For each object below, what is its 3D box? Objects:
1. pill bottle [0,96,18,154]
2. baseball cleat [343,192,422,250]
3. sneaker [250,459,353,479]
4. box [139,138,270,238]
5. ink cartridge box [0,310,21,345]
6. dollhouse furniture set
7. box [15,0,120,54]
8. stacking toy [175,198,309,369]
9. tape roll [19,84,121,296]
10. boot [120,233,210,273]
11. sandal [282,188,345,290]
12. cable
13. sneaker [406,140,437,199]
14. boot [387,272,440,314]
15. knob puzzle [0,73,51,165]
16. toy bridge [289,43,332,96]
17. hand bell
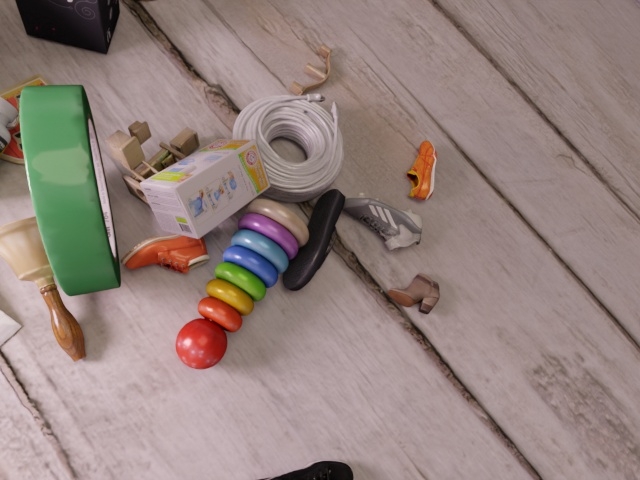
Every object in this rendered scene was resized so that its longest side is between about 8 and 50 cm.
[{"bbox_3d":[-0.616,-0.171,0.757,0.103,0.103,0.184,25,72,-8],"label":"pill bottle"},{"bbox_3d":[0.141,-0.037,0.996,0.205,0.072,0.110,12,72,-10],"label":"baseball cleat"},{"bbox_3d":[-0.028,0.423,0.717,0.216,0.121,0.079,-4,71,-21],"label":"sneaker"},{"bbox_3d":[-0.209,-0.105,0.824,0.203,0.114,0.103,-43,130,-37],"label":"box"},{"bbox_3d":[-0.609,0.134,0.694,0.179,0.045,0.145,47,60,-17],"label":"ink cartridge box"},{"bbox_3d":[-0.287,-0.173,0.841,0.101,0.161,0.182,30,62,12],"label":"dollhouse furniture set"},{"bbox_3d":[-0.510,-0.537,0.864,0.165,0.270,0.144,9,66,-15],"label":"box"},{"bbox_3d":[-0.155,0.087,0.822,0.141,0.141,0.330,31,69,-4],"label":"stacking toy"},{"bbox_3d":[-0.383,-0.076,0.688,0.077,0.321,0.322,-10,72,-22],"label":"tape roll"},{"bbox_3d":[-0.290,0.032,0.827,0.157,0.059,0.085,-22,82,-27],"label":"boot"},{"bbox_3d":[0.001,-0.001,0.925,0.054,0.097,0.255,42,59,-29],"label":"sandal"},{"bbox_3d":[-0.072,-0.212,0.985,0.257,0.089,0.257,-1,69,-18],"label":"cable"},{"bbox_3d":[0.255,-0.186,1.103,0.067,0.064,0.175,12,62,-3],"label":"sneaker"},{"bbox_3d":[0.214,0.110,0.981,0.118,0.042,0.087,30,56,-7],"label":"boot"},{"bbox_3d":[-0.568,-0.228,0.853,0.213,0.030,0.213,7,66,-17],"label":"knob puzzle"},{"bbox_3d":[-0.013,-0.434,1.132,0.063,0.026,0.188,31,62,-6],"label":"toy bridge"},{"bbox_3d":[-0.455,0.090,0.737,0.126,0.126,0.242,-25,91,-26],"label":"hand bell"}]
